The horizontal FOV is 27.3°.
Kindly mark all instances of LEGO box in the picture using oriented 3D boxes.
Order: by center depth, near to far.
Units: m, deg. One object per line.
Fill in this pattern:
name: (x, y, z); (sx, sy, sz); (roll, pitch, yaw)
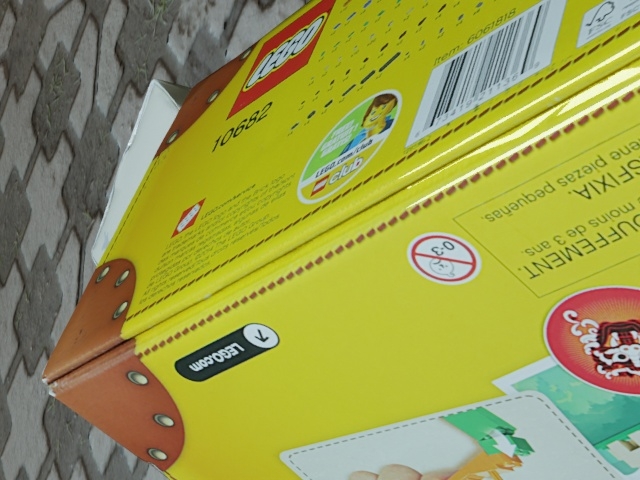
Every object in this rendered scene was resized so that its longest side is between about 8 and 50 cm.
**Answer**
LEGO box: (0.204, 0.014, 0.468); (0.500, 0.372, 0.193); (-28, 30, 42)

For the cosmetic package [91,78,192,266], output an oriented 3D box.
cosmetic package: (0.000, 0.000, 0.987); (0.129, 0.296, 0.153); (50, 123, 55)
